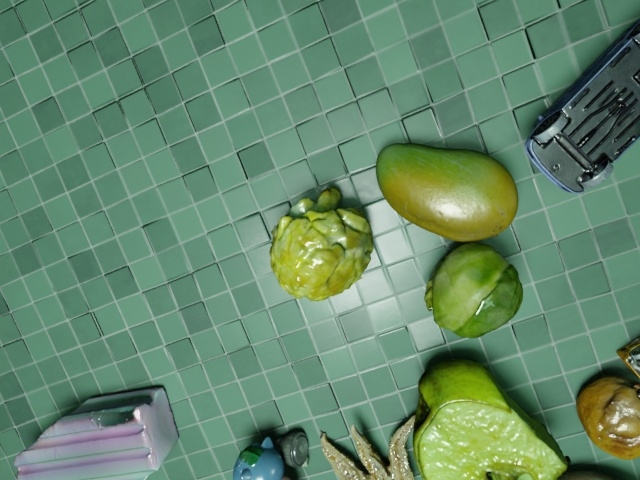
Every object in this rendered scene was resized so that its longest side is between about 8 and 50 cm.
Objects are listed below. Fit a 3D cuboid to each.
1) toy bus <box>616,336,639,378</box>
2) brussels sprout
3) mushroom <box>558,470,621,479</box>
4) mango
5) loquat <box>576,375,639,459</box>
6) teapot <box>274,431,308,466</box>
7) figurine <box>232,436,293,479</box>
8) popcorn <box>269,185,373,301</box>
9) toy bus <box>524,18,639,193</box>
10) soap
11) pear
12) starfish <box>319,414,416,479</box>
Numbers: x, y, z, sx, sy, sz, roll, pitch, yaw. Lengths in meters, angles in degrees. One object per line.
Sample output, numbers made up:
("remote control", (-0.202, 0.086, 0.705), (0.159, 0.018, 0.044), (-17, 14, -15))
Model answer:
("toy bus", (0.616, 0.182, 0.758), (0.162, 0.074, 0.070), (-39, 84, 14))
("brussels sprout", (0.260, 0.079, 0.733), (0.131, 0.183, 0.146), (28, 122, -1))
("mushroom", (0.500, 0.557, 0.781), (0.243, 0.243, 0.244), (1, 99, 8))
("mango", (0.212, -0.087, 0.752), (0.250, 0.114, 0.157), (17, 104, 4))
("loquat", (0.523, 0.305, 0.762), (0.112, 0.137, 0.137), (19, 101, 9))
("teapot", (-0.058, 0.438, 0.901), (0.056, 0.066, 0.088), (-9, 121, 28))
("figurine", (-0.114, 0.486, 0.864), (0.144, 0.114, 0.178), (-20, 108, 49))
("popcorn", (0.000, 0.000, 0.777), (0.197, 0.198, 0.213), (-11, 71, 9))
("toy bus", (0.455, -0.216, 0.691), (0.125, 0.133, 0.292), (42, 99, -5))
("soap", (-0.479, 0.443, 0.929), (0.323, 0.109, 0.193), (-13, 96, 9))
("pear", (0.258, 0.355, 0.791), (0.255, 0.164, 0.238), (44, 105, 2))
("starfish", (0.108, 0.492, 0.871), (0.301, 0.084, 0.294), (-21, 91, 7))
